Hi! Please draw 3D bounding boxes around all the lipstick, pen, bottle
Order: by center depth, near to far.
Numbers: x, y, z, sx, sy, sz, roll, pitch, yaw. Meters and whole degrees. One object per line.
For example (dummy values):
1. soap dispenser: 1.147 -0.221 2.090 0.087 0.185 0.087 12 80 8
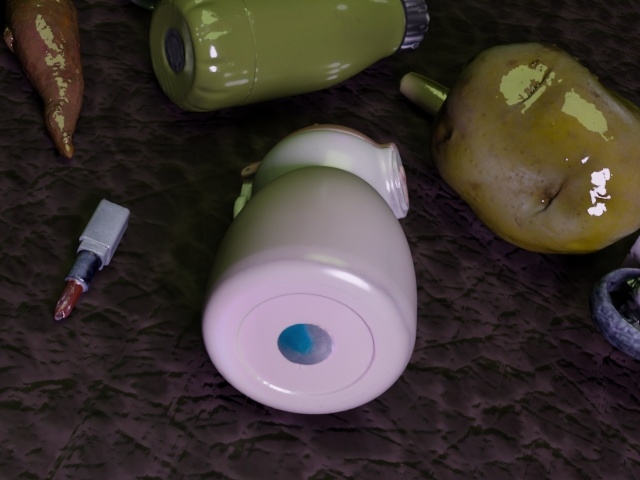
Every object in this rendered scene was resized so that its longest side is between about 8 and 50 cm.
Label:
1. lipstick: -0.173 0.017 0.848 0.025 0.025 0.107 21 50 -1
2. bottle: 0.000 0.000 0.854 0.147 0.148 0.236 16 37 -6
3. bottle: -0.020 -0.189 1.037 0.260 0.112 0.112 -15 56 -32
4. pen: 0.175 -0.093 1.081 0.233 0.032 0.040 34 22 9

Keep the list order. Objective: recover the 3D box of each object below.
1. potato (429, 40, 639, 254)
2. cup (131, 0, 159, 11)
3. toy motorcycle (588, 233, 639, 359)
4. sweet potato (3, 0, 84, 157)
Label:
1. potato: 0.193 -0.074 0.980 0.200 0.155 0.137 36 52 8
2. cup: -0.148 -0.296 1.093 0.120 0.120 0.141 12 55 -10
3. toy motorcycle: 0.372 0.052 0.965 0.223 0.108 0.340 40 41 23
4. sweet potato: -0.232 -0.165 0.969 0.068 0.068 0.226 -4 51 -24
